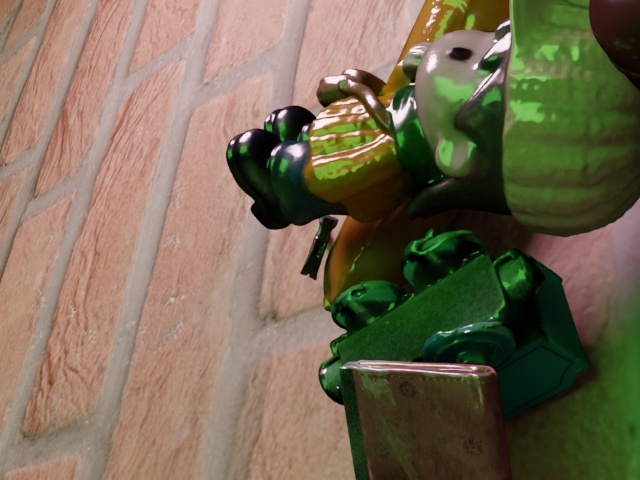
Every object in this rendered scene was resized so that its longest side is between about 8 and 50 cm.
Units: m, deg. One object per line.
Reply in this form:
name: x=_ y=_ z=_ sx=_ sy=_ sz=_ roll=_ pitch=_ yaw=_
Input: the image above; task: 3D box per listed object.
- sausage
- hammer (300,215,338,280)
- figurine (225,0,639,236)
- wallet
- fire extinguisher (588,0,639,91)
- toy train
sausage: x=0.098 y=-0.087 z=0.884 sx=0.353 sy=0.116 sz=0.134 roll=-66 pitch=17 yaw=-4
hammer: x=0.000 y=0.000 z=0.942 sx=0.182 sy=0.017 sz=0.062 roll=-75 pitch=5 yaw=-85
figurine: x=0.105 y=-0.073 z=0.723 sx=0.332 sy=0.204 sz=0.185 roll=-29 pitch=11 yaw=36
wallet: x=0.080 y=0.195 z=0.636 sx=0.119 sy=0.025 sz=0.232 roll=-4 pitch=98 yaw=37
fire extinguisher: x=0.230 y=-0.120 z=0.553 sx=0.102 sy=0.344 sz=0.138 roll=-36 pitch=39 yaw=26
toy train: x=0.100 y=0.080 z=0.719 sx=0.198 sy=0.154 sz=0.107 roll=-35 pitch=44 yaw=29
